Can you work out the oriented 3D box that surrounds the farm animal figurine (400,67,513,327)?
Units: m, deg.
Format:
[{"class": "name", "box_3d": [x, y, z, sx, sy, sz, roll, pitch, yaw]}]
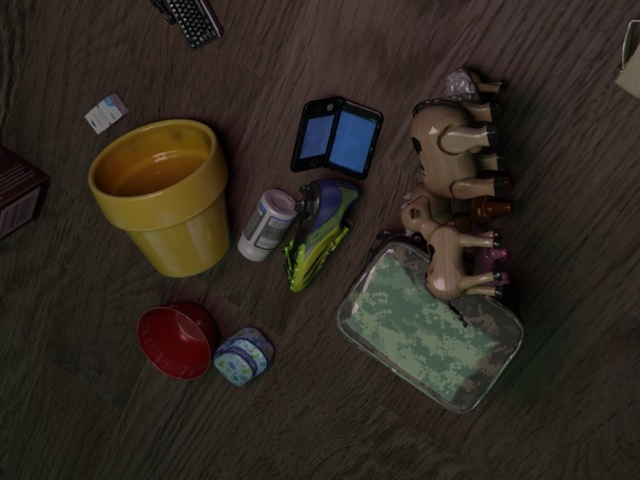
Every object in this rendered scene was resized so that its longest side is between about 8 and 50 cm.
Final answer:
[{"class": "farm animal figurine", "box_3d": [0.202, -0.079, 1.447, 0.172, 0.330, 0.326, -2, 114, 16]}]

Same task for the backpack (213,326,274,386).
[{"class": "backpack", "box_3d": [-0.162, 0.250, 1.966, 0.105, 0.084, 0.114, 47, 122, -8]}]

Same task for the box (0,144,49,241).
[{"class": "box", "box_3d": [-0.809, -0.153, 1.999, 0.381, 0.191, 0.143, 34, 126, 6]}]

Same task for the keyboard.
[{"class": "keyboard", "box_3d": [-0.260, -0.435, 1.679, 0.108, 0.023, 0.180, -19, 106, 33]}]

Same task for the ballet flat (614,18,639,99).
[{"class": "ballet flat", "box_3d": [0.494, -0.323, 1.338, 0.086, 0.086, 0.248, 23, 125, 14]}]

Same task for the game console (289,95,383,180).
[{"class": "game console", "box_3d": [0.026, -0.174, 1.644, 0.085, 0.124, 0.144, 41, 131, 35]}]

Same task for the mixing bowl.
[{"class": "mixing bowl", "box_3d": [-0.293, 0.200, 1.994, 0.181, 0.098, 0.181, 12, 121, 21]}]

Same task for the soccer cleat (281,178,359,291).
[{"class": "soccer cleat", "box_3d": [0.000, 0.001, 1.747, 0.121, 0.093, 0.289, -2, 138, -19]}]

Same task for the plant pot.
[{"class": "plant pot", "box_3d": [-0.285, -0.066, 1.769, 0.254, 0.254, 0.239, 4, 132, 24]}]

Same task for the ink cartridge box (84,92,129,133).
[{"class": "ink cartridge box", "box_3d": [-0.431, -0.256, 1.856, 0.083, 0.028, 0.048, -29, 101, 35]}]

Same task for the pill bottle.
[{"class": "pill bottle", "box_3d": [-0.105, -0.027, 1.790, 0.078, 0.078, 0.137, 37, 126, 4]}]

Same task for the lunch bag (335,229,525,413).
[{"class": "lunch bag", "box_3d": [0.193, 0.122, 1.618, 0.305, 0.256, 0.212, 33, 100, 4]}]
